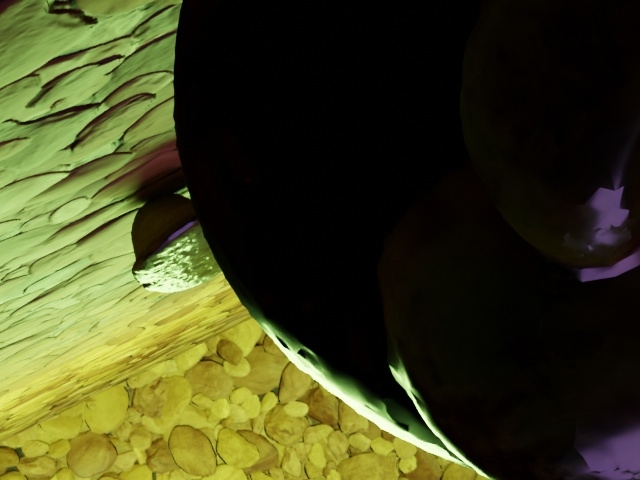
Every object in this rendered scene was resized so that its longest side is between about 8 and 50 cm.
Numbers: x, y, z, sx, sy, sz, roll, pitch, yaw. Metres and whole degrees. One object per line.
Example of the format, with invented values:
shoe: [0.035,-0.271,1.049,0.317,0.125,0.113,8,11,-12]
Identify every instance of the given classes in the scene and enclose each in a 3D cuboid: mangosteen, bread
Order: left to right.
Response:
bread: [-0.086,-0.025,1.116,0.149,0.065,0.187,-39,168,13]
mangosteen: [0.094,-0.050,0.488,0.311,0.311,0.311,-27,174,-3]
